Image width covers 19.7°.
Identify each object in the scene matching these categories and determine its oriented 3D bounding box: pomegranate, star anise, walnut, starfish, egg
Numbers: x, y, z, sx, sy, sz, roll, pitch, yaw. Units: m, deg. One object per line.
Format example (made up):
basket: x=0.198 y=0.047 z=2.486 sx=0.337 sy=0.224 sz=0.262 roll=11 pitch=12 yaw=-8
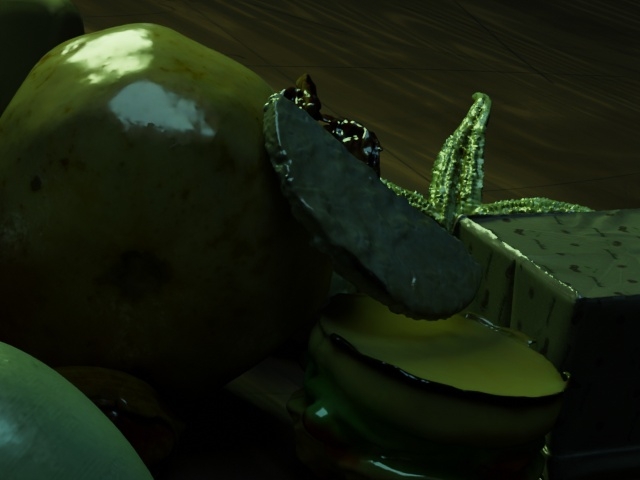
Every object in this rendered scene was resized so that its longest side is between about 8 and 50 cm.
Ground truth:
pomegranate: x=-0.139 y=-0.020 z=1.606 sx=0.343 sy=0.342 sz=0.342 roll=7 pitch=19 yaw=-2
star anise: x=-0.020 y=-0.105 z=1.940 sx=0.220 sy=0.125 sz=0.190 roll=2 pitch=-31 yaw=45
walnut: x=-0.192 y=0.153 z=1.446 sx=0.207 sy=0.115 sz=0.116 roll=1 pitch=19 yaw=-40
starfish: x=0.138 y=-0.007 z=2.020 sx=0.347 sy=0.078 sz=0.358 roll=-16 pitch=48 yaw=-14
egg: x=-0.227 y=0.177 z=1.193 sx=0.295 sy=0.218 sz=0.218 roll=25 pitch=23 yaw=12

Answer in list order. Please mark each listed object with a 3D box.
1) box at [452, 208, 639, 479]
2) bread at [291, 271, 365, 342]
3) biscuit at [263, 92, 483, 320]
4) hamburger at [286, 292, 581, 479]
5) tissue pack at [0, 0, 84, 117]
box: x=0.289 y=0.089 z=1.675 sx=0.297 sy=0.190 sz=0.225 roll=-2 pitch=20 yaw=-25
bread: x=-0.099 y=-0.005 z=1.838 sx=0.338 sy=0.155 sz=0.187 roll=12 pitch=15 yaw=16
biscuit: x=0.039 y=-0.007 z=1.500 sx=0.250 sy=0.032 sz=0.133 roll=39 pitch=36 yaw=-23
hamburger: x=0.077 y=0.145 z=1.498 sx=0.237 sy=0.149 sz=0.237 roll=15 pitch=17 yaw=-5
tissue pack: x=-0.439 y=-0.150 z=1.948 sx=0.277 sy=0.267 sz=0.387 roll=10 pitch=21 yaw=14
